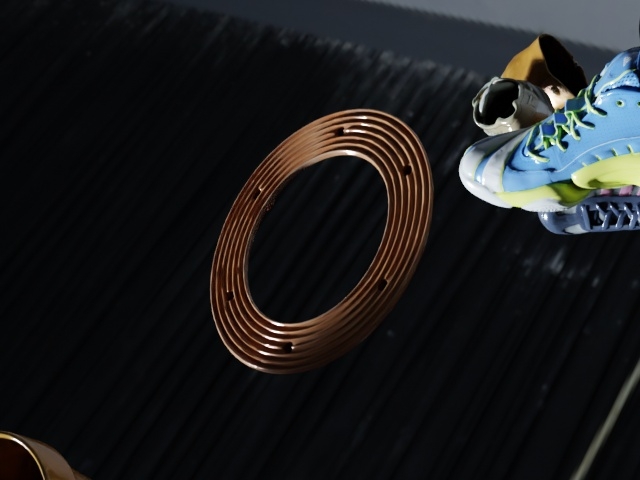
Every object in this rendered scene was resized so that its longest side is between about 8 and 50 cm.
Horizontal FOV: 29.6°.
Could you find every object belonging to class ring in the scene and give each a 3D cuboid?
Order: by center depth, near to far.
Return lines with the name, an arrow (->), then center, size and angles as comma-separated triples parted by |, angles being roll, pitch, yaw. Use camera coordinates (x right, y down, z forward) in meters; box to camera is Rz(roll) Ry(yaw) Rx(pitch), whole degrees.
ring -> 0.000, 0.000, 1.421 | 0.336, 0.337, 0.032 | 2, 157, 44

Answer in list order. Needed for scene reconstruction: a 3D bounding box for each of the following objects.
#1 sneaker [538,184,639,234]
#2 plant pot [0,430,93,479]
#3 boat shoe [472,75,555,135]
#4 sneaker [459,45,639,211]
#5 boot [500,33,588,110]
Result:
sneaker -> 0.501, -0.060, 1.910 | 0.319, 0.131, 0.112 | -18, 128, 18
plant pot -> -0.331, 0.341, 1.424 | 0.205, 0.205, 0.188 | 12, 170, 34
boat shoe -> 0.300, -0.212, 1.920 | 0.103, 0.113, 0.302 | 35, -172, -20
sneaker -> 0.214, -0.095, 0.928 | 0.240, 0.091, 0.126 | -3, 130, 24
boot -> 0.405, -0.190, 2.065 | 0.295, 0.104, 0.211 | 61, 158, 6
